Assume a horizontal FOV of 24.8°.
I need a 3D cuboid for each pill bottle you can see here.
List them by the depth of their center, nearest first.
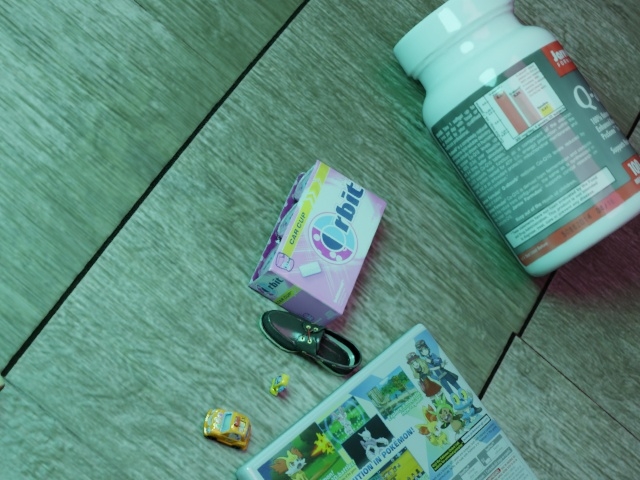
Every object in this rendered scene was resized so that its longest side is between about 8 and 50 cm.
[{"bbox_3d":[0.265,-0.152,1.925,0.210,0.210,0.363,-32,86,-37],"label":"pill bottle"}]

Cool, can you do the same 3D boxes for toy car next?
[{"bbox_3d":[-0.083,0.185,1.670,0.060,0.040,0.122,39,55,-9],"label":"toy car"}]

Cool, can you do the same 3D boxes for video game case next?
[{"bbox_3d":[0.102,0.302,1.727,0.329,0.036,0.300,-35,88,-36],"label":"video game case"}]

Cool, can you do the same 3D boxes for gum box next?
[{"bbox_3d":[0.000,0.000,1.791,0.107,0.062,0.188,32,56,-14],"label":"gum box"}]

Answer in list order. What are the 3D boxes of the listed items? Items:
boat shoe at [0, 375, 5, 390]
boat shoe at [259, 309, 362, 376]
[{"bbox_3d":[-0.455,0.149,1.438,0.285,0.103,0.092,-13,70,-38],"label":"boat shoe"},{"bbox_3d":[-0.011,0.118,1.744,0.133,0.042,0.049,30,58,-13],"label":"boat shoe"}]
